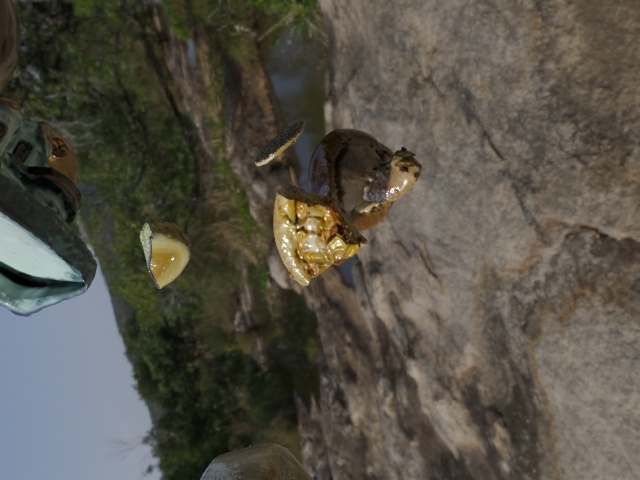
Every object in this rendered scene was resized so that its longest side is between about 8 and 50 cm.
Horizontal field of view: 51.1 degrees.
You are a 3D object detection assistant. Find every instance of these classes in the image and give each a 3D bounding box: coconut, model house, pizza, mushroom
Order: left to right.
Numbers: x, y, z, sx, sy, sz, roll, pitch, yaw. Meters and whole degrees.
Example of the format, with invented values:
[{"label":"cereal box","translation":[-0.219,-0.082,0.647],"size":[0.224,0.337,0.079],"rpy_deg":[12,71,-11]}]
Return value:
[{"label":"model house","translation":[-0.415,-0.084,0.923],"size":[0.253,0.184,0.291],"rpy_deg":[50,-151,-40]},{"label":"coconut","translation":[-0.109,0.496,1.269],"size":[0.227,0.230,0.227],"rpy_deg":[-19,-90,-82]},{"label":"pizza","translation":[0.000,0.000,1.127],"size":[0.062,0.161,0.182],"rpy_deg":[-86,-1,-60]},{"label":"mushroom","translation":[0.090,-0.142,1.631],"size":[0.254,0.267,0.268],"rpy_deg":[-149,47,-78]}]

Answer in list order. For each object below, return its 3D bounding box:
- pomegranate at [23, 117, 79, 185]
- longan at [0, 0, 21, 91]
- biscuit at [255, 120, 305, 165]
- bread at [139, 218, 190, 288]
[{"label":"pomegranate","translation":[-0.763,-0.163,1.714],"size":[0.307,0.307,0.308],"rpy_deg":[166,90,-75]},{"label":"longan","translation":[-0.885,-0.481,1.479],"size":[0.404,0.403,0.436],"rpy_deg":[-119,14,-46]},{"label":"biscuit","translation":[-0.135,-0.323,2.227],"size":[0.033,0.220,0.220],"rpy_deg":[49,174,-19]},{"label":"bread","translation":[-0.296,0.015,1.280],"size":[0.157,0.094,0.083],"rpy_deg":[76,174,-53]}]
